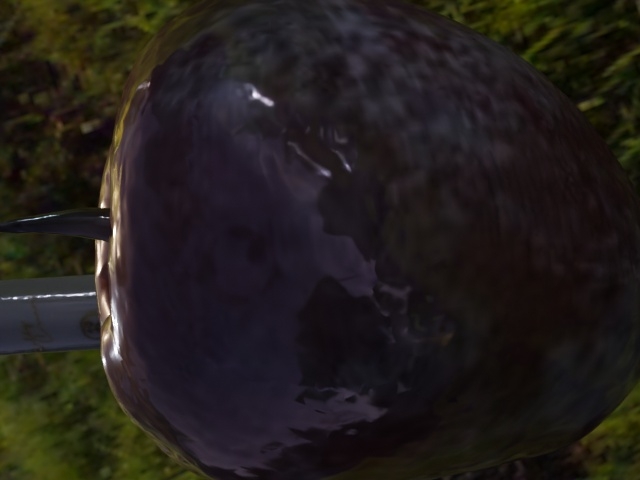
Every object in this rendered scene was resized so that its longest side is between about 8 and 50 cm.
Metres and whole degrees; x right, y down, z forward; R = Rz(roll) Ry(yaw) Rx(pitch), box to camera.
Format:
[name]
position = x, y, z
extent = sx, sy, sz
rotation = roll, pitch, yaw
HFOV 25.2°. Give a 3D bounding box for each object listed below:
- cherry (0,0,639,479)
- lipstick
[cherry]
position = 0.000, 0.000, 0.600
extent = 0.236, 0.285, 0.212
rotation = -102, 18, -84
[lipstick]
position = -0.184, 0.054, 1.067
extent = 0.059, 0.264, 0.059
rotation = -4, -90, -90
